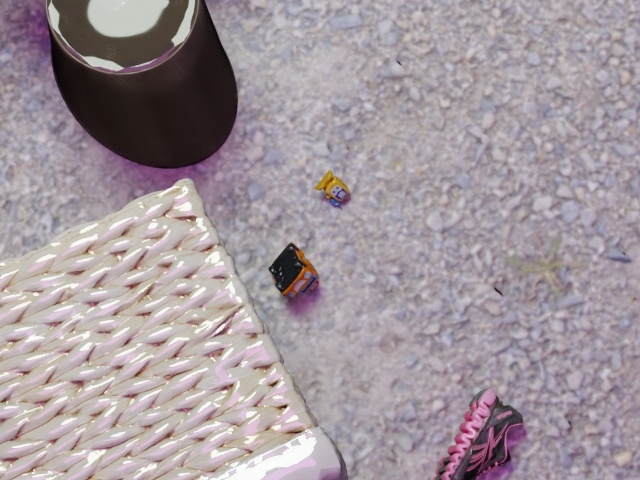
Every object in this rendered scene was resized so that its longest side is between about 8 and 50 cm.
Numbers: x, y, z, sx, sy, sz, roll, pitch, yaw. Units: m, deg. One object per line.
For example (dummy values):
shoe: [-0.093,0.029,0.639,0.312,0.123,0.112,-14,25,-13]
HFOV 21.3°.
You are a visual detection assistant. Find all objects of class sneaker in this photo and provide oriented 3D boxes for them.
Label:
sneaker: [0.144,0.195,1.540,0.057,0.047,0.119,30,82,-7]

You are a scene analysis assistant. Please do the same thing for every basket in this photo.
basket: [-0.179,0.161,1.398,0.331,0.328,0.266,-26,77,-5]
basket: [-0.166,-0.178,1.504,0.154,0.227,0.204,-41,82,-8]

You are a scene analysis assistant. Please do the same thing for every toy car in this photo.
toy car: [0.000,0.000,1.564,0.040,0.060,0.122,34,87,-27]
